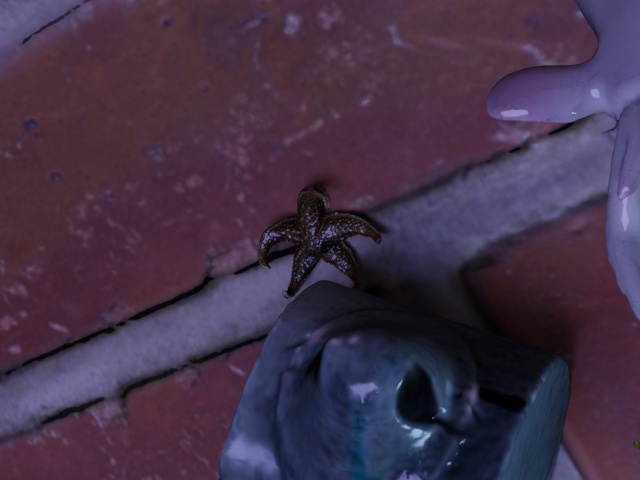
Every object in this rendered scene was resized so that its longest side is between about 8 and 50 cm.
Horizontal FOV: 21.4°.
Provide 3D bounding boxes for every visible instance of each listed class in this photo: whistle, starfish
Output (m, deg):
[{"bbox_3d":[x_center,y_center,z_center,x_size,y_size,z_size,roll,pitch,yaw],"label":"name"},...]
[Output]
[{"bbox_3d":[0.043,0.199,1.087,0.168,0.188,0.405,17,123,19],"label":"whistle"},{"bbox_3d":[0.000,0.000,1.102,0.091,0.028,0.078,-8,117,28],"label":"starfish"}]

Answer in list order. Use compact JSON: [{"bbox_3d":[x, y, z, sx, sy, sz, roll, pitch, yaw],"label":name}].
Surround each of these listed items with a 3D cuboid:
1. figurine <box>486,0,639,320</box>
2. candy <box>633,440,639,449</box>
[{"bbox_3d":[0.226,-0.069,0.768,0.284,0.315,0.206,43,132,-2],"label":"figurine"},{"bbox_3d":[0.339,0.201,1.004,0.187,0.081,0.297,-35,87,39],"label":"candy"}]
